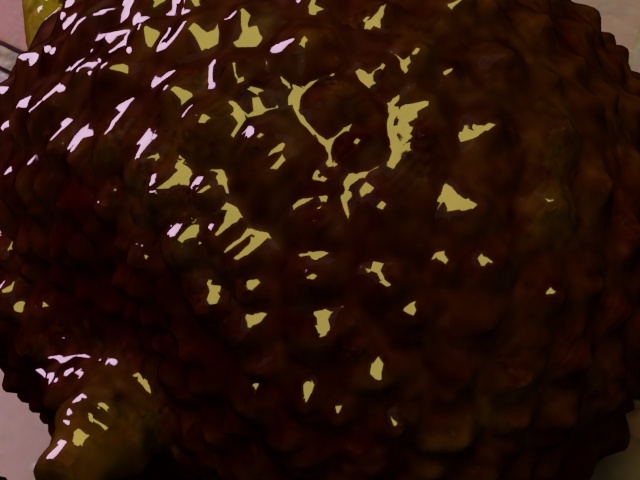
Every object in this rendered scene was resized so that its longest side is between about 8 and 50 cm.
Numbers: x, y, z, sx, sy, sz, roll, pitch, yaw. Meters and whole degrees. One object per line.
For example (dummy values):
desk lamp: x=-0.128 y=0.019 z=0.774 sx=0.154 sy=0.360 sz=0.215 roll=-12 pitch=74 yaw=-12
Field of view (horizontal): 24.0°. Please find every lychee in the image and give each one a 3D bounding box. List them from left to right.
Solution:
lychee: x=0.000 y=0.000 z=0.571 sx=0.275 sy=0.276 sz=0.304 roll=20 pitch=38 yaw=29

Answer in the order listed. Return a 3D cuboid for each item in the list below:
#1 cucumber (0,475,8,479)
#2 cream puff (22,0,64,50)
cucumber: x=-0.064 y=0.159 z=0.591 sx=0.245 sy=0.067 sz=0.067 roll=21 pitch=60 yaw=28
cream puff: x=-0.077 y=-0.109 z=0.780 sx=0.156 sy=0.121 sz=0.156 roll=-4 pitch=50 yaw=5
